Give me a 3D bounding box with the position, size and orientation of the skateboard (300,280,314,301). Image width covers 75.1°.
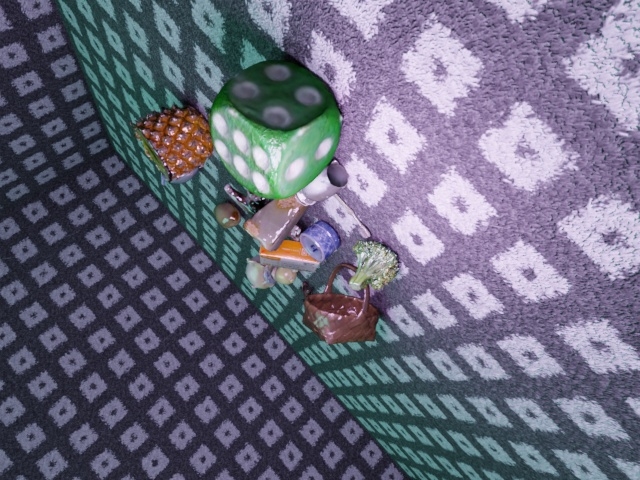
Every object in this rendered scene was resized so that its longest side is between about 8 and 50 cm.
[{"bbox_3d":[-0.070,0.292,2.351,0.080,0.067,0.152,22,142,30],"label":"skateboard"}]

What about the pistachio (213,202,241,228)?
[{"bbox_3d":[-0.539,-0.150,2.411,0.215,0.143,0.144,35,153,42],"label":"pistachio"}]

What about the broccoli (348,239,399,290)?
[{"bbox_3d":[0.167,0.107,1.498,0.194,0.194,0.220,41,149,17],"label":"broccoli"}]

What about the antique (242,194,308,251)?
[{"bbox_3d":[-0.148,-0.103,1.618,0.150,0.284,0.125,44,180,7],"label":"antique"}]

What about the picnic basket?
[{"bbox_3d":[0.105,0.255,1.790,0.293,0.337,0.338,26,148,53],"label":"picnic basket"}]

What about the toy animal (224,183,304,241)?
[{"bbox_3d":[-0.211,-0.134,1.795,0.302,0.194,0.344,25,158,34],"label":"toy animal"}]

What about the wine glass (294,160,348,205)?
[{"bbox_3d":[0.002,-0.192,1.423,0.111,0.111,0.204,53,146,-10],"label":"wine glass"}]

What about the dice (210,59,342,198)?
[{"bbox_3d":[-0.132,-0.325,1.237,0.297,0.300,0.287,43,153,15],"label":"dice"}]

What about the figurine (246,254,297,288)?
[{"bbox_3d":[-0.286,0.173,2.361,0.393,0.227,0.274,5,159,45],"label":"figurine"}]

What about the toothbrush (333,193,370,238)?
[{"bbox_3d":[0.085,-0.126,1.502,0.294,0.028,0.026,54,155,3],"label":"toothbrush"}]

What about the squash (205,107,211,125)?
[{"bbox_3d":[-0.455,-0.496,1.850,0.052,0.052,0.184,14,135,52],"label":"squash"}]

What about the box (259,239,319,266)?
[{"bbox_3d":[-0.141,0.067,1.894,0.273,0.091,0.221,9,163,-2],"label":"box"}]

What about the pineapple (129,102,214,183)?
[{"bbox_3d":[-0.679,-0.474,1.951,0.352,0.300,0.353,38,155,22],"label":"pineapple"}]

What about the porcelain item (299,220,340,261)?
[{"bbox_3d":[0.000,0.000,1.718,0.147,0.114,0.147,40,154,24],"label":"porcelain item"}]

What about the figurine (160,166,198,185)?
[{"bbox_3d":[-0.848,-0.510,2.416,0.205,0.224,0.383,73,179,-84],"label":"figurine"}]
